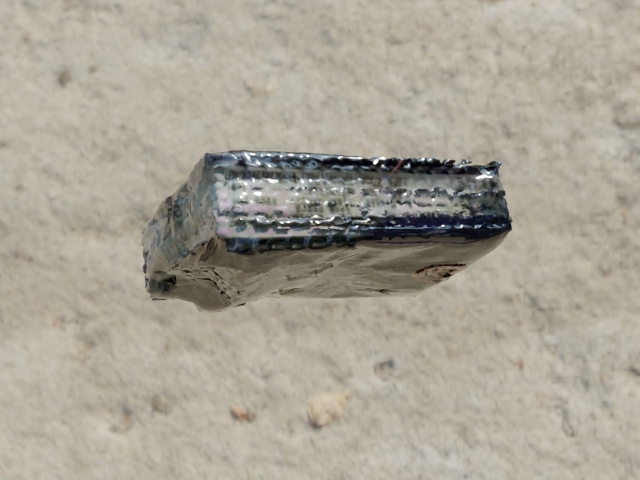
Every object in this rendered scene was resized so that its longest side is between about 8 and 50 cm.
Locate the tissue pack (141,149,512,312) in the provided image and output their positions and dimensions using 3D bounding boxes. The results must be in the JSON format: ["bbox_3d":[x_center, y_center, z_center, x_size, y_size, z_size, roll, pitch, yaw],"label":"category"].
[{"bbox_3d":[0.000,0.000,1.320,0.332,0.245,0.123,1,70,-25],"label":"tissue pack"}]
